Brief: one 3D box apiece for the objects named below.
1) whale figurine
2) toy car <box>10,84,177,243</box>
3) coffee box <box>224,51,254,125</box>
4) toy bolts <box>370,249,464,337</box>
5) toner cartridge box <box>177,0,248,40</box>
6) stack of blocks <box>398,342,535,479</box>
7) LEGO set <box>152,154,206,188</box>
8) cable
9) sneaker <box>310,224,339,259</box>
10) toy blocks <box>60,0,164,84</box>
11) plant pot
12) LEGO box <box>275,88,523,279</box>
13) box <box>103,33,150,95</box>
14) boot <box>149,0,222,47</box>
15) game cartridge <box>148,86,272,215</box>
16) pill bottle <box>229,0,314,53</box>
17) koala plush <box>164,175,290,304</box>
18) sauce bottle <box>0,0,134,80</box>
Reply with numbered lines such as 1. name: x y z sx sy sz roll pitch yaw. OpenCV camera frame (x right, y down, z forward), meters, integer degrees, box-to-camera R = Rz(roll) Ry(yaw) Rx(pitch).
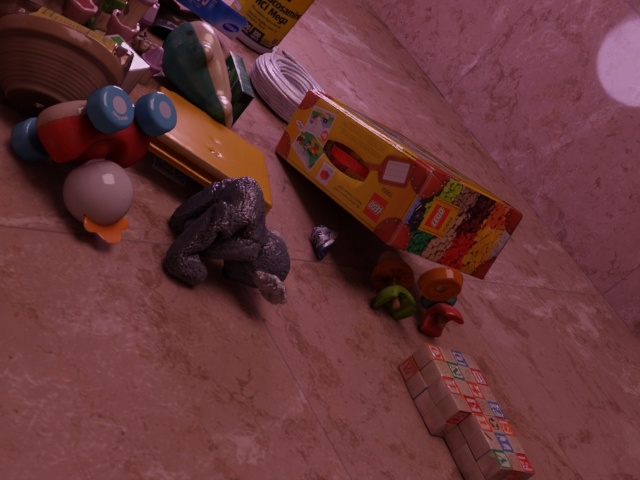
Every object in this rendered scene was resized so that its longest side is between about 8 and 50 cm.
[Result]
1. whale figurine: -0.285 -0.374 1.955 0.216 0.141 0.272 102 -30 -68
2. toy car: -0.360 -0.109 1.407 0.210 0.219 0.238 -8 85 -61
3. coffee box: -0.222 -0.369 2.066 0.040 0.113 0.184 22 34 -34
4. toy bolts: 0.251 0.095 1.954 0.228 0.218 0.158 34 39 -37
5. toner cartridge box: -0.342 -0.658 2.255 0.165 0.075 0.348 41 9 19
6. stack of blocks: 0.297 0.365 1.732 0.171 0.087 0.297 20 34 -42
7. LEGO set: -0.227 -0.148 1.778 0.244 0.060 0.182 34 30 -21
8. cable: -0.087 -0.424 2.386 0.257 0.089 0.257 44 25 -3
9. sneaker: 0.000 0.000 1.911 0.058 0.052 0.135 33 18 0
10. toy blocks: -0.427 -0.545 1.847 0.309 0.260 0.288 18 35 -44
11. plant pot: -0.475 -0.280 1.474 0.237 0.237 0.110 27 66 -34
12. LEGO box: 0.184 -0.142 2.062 0.372 0.193 0.500 19 16 -42
13. box: -0.430 -0.352 1.729 0.101 0.102 0.087 46 26 1
14. boot: -0.355 -0.531 2.190 0.219 0.082 0.106 33 48 -30
15. game cartridge: -0.234 -0.190 1.762 0.285 0.052 0.323 33 15 -19
16. pill bottle: -0.123 -0.740 2.530 0.188 0.334 0.188 34 26 -20
17. koala plush: -0.136 0.011 1.534 0.221 0.203 0.196 45 22 -28
18. sauce bottle: -0.531 -0.384 1.588 0.344 0.111 0.111 24 29 -11
